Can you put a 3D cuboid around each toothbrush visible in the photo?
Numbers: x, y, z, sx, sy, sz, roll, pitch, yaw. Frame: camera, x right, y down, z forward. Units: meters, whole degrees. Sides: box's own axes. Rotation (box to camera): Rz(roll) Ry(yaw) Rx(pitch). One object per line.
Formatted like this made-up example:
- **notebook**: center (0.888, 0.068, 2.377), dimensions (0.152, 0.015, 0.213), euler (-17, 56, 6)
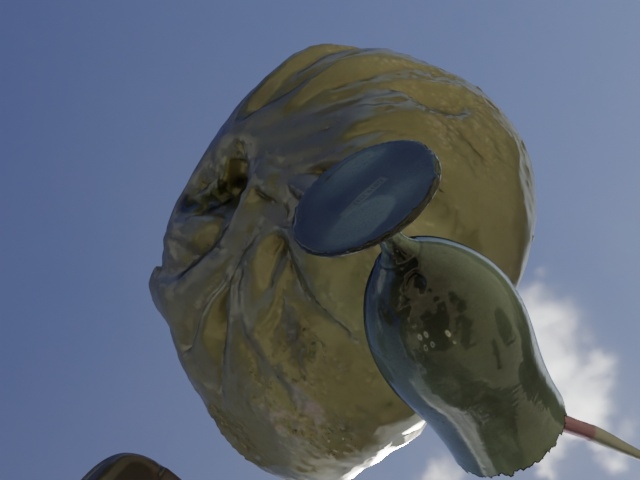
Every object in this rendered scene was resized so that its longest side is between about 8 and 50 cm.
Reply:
- **toothbrush**: center (0.202, 0.149, 1.098), dimensions (0.286, 0.020, 0.025), euler (20, -108, -21)

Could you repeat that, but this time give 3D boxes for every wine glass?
- **wine glass**: center (0.069, 0.046, 0.766), dimensions (0.202, 0.093, 0.093), euler (55, -146, -32)

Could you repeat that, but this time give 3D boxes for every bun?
- **bun**: center (0.000, 0.000, 1.047), dimensions (0.211, 0.360, 0.359), euler (35, -136, -22)

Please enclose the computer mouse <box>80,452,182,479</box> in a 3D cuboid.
- **computer mouse**: center (-0.199, 0.293, 1.155), dimensions (0.120, 0.057, 0.232), euler (41, -116, -16)
